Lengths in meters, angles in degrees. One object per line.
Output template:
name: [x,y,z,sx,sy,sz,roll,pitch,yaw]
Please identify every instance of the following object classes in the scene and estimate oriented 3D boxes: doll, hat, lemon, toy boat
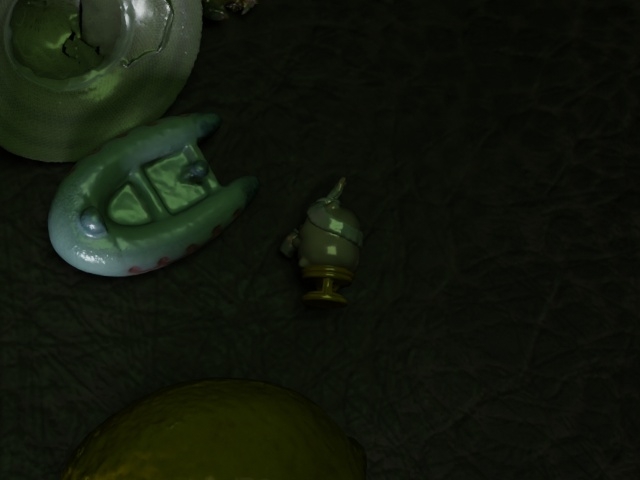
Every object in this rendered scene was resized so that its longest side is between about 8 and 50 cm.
doll: [0.000,0.000,1.248,0.084,0.073,0.127,1,75,19]
hat: [-0.247,-0.206,1.210,0.252,0.252,0.110,-28,42,-19]
lemon: [-0.091,0.237,1.067,0.267,0.267,0.267,3,75,-13]
toy boat: [-0.161,-0.044,1.213,0.208,0.079,0.134,-27,88,-20]

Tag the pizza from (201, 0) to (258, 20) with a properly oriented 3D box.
pizza: [-0.164,-0.295,1.293,0.195,0.052,0.185,-21,78,-18]
